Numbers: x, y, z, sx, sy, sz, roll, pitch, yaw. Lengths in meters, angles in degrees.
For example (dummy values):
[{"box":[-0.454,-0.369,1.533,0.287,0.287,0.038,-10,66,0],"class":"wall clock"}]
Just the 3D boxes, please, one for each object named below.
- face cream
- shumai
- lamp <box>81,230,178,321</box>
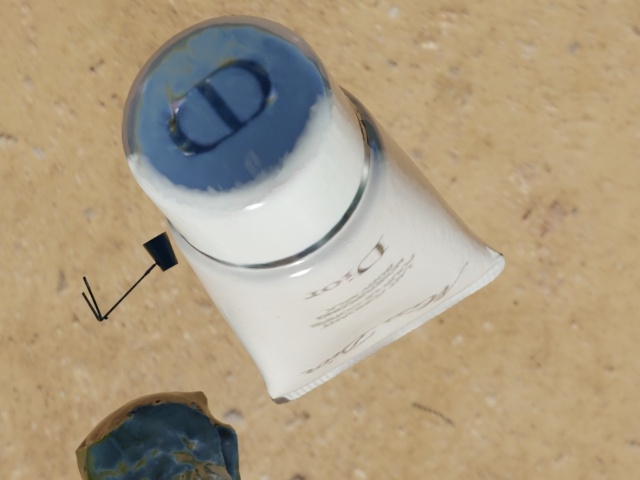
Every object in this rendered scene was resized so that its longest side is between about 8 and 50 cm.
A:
[{"box":[0.000,0.000,0.705,0.143,0.089,0.314,-33,159,2],"class":"face cream"},{"box":[-0.160,0.313,1.833,0.309,0.264,0.304,-18,151,36],"class":"shumai"},{"box":[-0.212,0.041,1.799,0.121,0.041,0.054,-31,91,-23],"class":"lamp"}]
